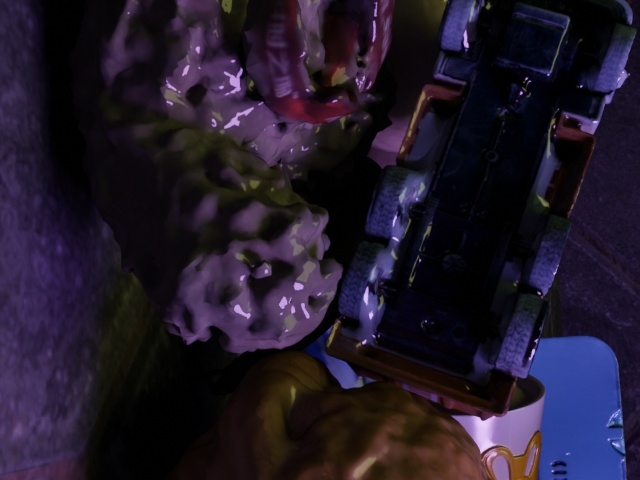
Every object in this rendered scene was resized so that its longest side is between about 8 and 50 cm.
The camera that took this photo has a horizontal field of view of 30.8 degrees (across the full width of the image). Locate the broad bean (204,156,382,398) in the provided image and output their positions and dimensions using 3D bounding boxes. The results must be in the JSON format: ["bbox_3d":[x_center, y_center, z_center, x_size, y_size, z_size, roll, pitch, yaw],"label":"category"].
[{"bbox_3d":[0.000,0.000,0.909,0.049,0.144,0.292,47,33,-18],"label":"broad bean"}]

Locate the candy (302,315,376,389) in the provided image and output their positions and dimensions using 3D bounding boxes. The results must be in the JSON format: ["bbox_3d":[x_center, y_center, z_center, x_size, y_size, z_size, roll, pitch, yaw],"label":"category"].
[{"bbox_3d":[0.035,0.167,1.040,0.187,0.077,0.331,9,75,-56],"label":"candy"}]

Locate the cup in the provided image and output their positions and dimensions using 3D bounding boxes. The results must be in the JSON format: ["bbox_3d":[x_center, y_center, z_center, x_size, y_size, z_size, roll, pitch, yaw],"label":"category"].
[{"bbox_3d":[0.120,0.251,1.205,0.241,0.185,0.226,-11,104,-37],"label":"cup"}]

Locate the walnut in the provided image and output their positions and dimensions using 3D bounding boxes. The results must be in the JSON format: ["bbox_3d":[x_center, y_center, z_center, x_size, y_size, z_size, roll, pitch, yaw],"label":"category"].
[{"bbox_3d":[0.003,0.188,0.738,0.257,0.225,0.257,-19,90,-75],"label":"walnut"}]

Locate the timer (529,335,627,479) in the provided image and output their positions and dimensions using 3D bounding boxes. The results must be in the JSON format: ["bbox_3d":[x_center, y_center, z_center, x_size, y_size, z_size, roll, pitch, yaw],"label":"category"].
[{"bbox_3d":[0.242,0.235,1.405,0.091,0.250,0.231,18,69,-69],"label":"timer"}]

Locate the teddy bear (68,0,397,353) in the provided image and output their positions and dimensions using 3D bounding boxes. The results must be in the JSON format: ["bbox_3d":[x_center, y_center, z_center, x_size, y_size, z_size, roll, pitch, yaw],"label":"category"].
[{"bbox_3d":[-0.017,-0.118,0.779,0.367,0.225,0.357,8,99,-73],"label":"teddy bear"}]

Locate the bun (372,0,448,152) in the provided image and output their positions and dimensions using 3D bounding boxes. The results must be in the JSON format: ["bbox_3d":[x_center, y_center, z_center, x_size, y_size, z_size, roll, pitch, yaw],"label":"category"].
[{"bbox_3d":[0.085,-0.232,1.020,0.299,0.165,0.298,167,-90,-81],"label":"bun"}]

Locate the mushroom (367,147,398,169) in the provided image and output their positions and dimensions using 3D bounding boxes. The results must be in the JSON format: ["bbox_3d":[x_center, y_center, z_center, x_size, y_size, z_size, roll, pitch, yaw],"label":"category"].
[{"bbox_3d":[0.139,-0.079,1.224,0.207,0.215,0.207,14,75,-62],"label":"mushroom"}]

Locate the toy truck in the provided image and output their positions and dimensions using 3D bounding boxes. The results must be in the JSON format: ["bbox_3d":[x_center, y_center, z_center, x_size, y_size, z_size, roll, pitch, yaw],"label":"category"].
[{"bbox_3d":[0.118,-0.029,0.828,0.162,0.136,0.305,71,39,-73],"label":"toy truck"}]
